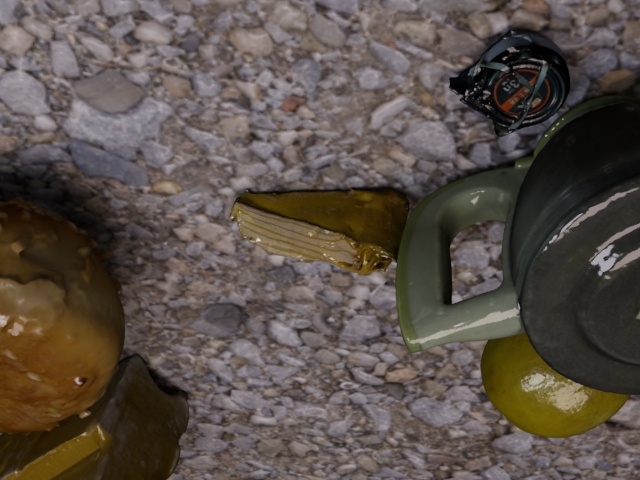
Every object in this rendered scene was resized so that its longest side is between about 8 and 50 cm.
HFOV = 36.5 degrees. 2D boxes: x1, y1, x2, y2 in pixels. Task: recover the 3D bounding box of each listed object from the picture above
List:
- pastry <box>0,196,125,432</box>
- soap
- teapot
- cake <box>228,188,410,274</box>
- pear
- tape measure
[{"bbox_3d":[-0.342,0.065,0.982,0.315,0.184,0.284,-18,135,30],"label":"pastry"},{"bbox_3d":[-0.302,0.299,1.132,0.281,0.259,0.143,-31,116,21],"label":"soap"},{"bbox_3d":[0.250,0.006,0.886,0.239,0.239,0.321,38,116,-25],"label":"teapot"},{"bbox_3d":[0.000,0.003,0.975,0.184,0.116,0.080,-1,131,-4],"label":"cake"},{"bbox_3d":[0.260,0.137,1.054,0.162,0.149,0.149,-22,125,18],"label":"pear"},{"bbox_3d":[0.179,-0.142,0.884,0.094,0.054,0.091,-32,124,32],"label":"tape measure"}]
